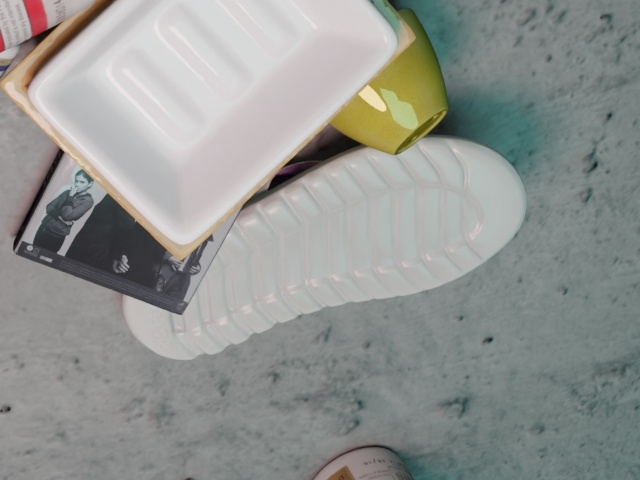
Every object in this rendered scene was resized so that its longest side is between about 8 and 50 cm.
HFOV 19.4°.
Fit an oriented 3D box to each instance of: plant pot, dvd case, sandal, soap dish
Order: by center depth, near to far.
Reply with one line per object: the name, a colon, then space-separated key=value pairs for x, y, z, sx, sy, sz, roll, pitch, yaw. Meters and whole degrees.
soap dish: x=-0.097 y=-0.162 z=1.616 sx=0.291 sy=0.118 sz=0.229 roll=-43 pitch=113 yaw=3
dvd case: x=-0.156 y=-0.058 z=1.738 sx=0.179 sy=0.029 sz=0.239 roll=22 pitch=112 yaw=-20
plant pot: x=0.065 y=-0.137 z=1.745 sx=0.134 sy=0.095 sz=0.134 roll=-39 pitch=172 yaw=-7
sandal: x=-0.004 y=-0.013 z=1.859 sx=0.416 sy=0.102 sz=0.169 roll=-18 pitch=119 yaw=2

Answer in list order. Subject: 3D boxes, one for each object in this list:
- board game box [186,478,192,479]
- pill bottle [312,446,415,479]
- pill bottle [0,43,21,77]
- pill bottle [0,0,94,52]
board game box: x=-0.204 y=0.383 z=2.089 sx=0.194 sy=0.060 sz=0.194 roll=-22 pitch=133 yaw=-11
pill bottle: x=0.082 y=0.353 z=2.103 sx=0.131 sy=0.229 sz=0.131 roll=-15 pitch=131 yaw=-18
pill bottle: x=-0.335 y=-0.126 z=1.576 sx=0.094 sy=0.094 sz=0.169 roll=23 pitch=112 yaw=-40
pill bottle: x=-0.379 y=-0.183 z=1.318 sx=0.407 sy=0.229 sz=0.229 roll=-29 pitch=135 yaw=-11
